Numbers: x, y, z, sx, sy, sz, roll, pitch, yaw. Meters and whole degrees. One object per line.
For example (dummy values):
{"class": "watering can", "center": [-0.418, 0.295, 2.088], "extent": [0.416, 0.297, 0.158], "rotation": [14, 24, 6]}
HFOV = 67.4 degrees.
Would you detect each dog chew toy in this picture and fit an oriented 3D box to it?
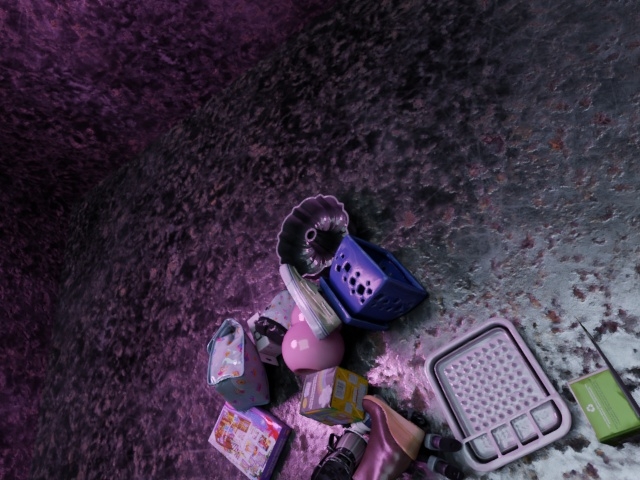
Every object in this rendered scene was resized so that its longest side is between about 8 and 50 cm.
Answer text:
{"class": "dog chew toy", "center": [-0.015, 0.284, 1.617], "extent": [0.207, 0.207, 0.331], "rotation": [-15, 53, 32]}

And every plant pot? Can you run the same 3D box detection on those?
{"class": "plant pot", "center": [0.152, 0.149, 1.530], "extent": [0.212, 0.236, 0.236], "rotation": [-52, 47, 15]}

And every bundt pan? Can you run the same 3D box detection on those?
{"class": "bundt pan", "center": [0.000, 0.000, 1.788], "extent": [0.331, 0.124, 0.330], "rotation": [-18, 58, 32]}

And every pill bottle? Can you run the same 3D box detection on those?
{"class": "pill bottle", "center": [0.149, 0.529, 1.449], "extent": [0.120, 0.067, 0.067], "rotation": [-49, 48, 8]}

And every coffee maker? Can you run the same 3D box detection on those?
{"class": "coffee maker", "center": [0.056, 0.655, 1.366], "extent": [0.120, 0.178, 0.171], "rotation": [8, 99, 23]}

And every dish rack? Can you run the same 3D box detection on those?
{"class": "dish rack", "center": [0.457, 0.400, 1.268], "extent": [0.286, 0.072, 0.332], "rotation": [-37, 51, 19]}

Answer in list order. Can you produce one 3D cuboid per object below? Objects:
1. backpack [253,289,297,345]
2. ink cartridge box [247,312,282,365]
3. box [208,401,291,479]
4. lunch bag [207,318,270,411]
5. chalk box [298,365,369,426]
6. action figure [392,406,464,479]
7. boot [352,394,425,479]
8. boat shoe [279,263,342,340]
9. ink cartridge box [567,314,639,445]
{"class": "backpack", "center": [-0.134, 0.271, 1.728], "extent": [0.182, 0.152, 0.115], "rotation": [-57, 1, -42]}
{"class": "ink cartridge box", "center": [-0.193, 0.364, 1.774], "extent": [0.060, 0.104, 0.180], "rotation": [-40, 50, 14]}
{"class": "box", "center": [-0.254, 0.686, 1.695], "extent": [0.293, 0.057, 0.200], "rotation": [18, 81, 42]}
{"class": "lunch bag", "center": [-0.290, 0.435, 1.712], "extent": [0.160, 0.223, 0.262], "rotation": [-20, 43, 8]}
{"class": "chalk box", "center": [0.027, 0.488, 1.488], "extent": [0.213, 0.132, 0.132], "rotation": [-33, 36, 47]}
{"class": "action figure", "center": [0.255, 0.564, 1.319], "extent": [0.285, 0.099, 0.185], "rotation": [-8, 69, 57]}
{"class": "boot", "center": [0.143, 0.545, 1.290], "extent": [0.206, 0.090, 0.248], "rotation": [-50, 29, -14]}
{"class": "boat shoe", "center": [-0.034, 0.181, 1.524], "extent": [0.094, 0.109, 0.302], "rotation": [-30, 55, -6]}
{"class": "ink cartridge box", "center": [0.627, 0.321, 1.097], "extent": [0.097, 0.189, 0.255], "rotation": [-35, 50, 22]}
